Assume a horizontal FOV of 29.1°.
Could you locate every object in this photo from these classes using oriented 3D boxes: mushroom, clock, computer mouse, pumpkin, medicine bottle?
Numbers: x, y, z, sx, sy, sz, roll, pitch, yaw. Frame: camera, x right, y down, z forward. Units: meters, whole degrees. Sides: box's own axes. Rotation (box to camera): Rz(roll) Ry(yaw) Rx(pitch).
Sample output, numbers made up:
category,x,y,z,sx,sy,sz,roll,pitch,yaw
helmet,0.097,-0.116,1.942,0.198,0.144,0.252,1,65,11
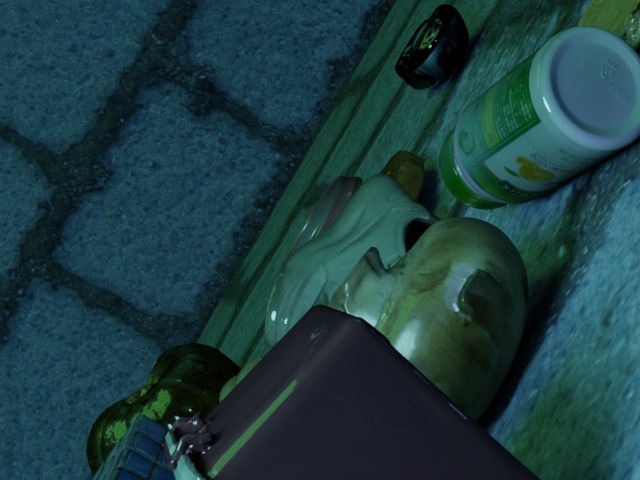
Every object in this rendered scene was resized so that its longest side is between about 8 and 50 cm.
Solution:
category,x,y,z,sx,sy,sz,roll,pitch,yaw
mushroom,0.103,0.083,1.207,0.255,0.184,0.255,-54,-4,-6
clock,0.001,0.000,2.030,0.244,0.056,0.244,-58,9,14
computer mouse,0.212,-0.351,2.278,0.137,0.096,0.233,-55,5,-4
pumpkin,-0.226,0.336,2.143,0.325,0.242,0.232,-48,26,-23
medicine bottle,0.227,-0.118,1.321,0.133,0.133,0.274,-62,10,-21

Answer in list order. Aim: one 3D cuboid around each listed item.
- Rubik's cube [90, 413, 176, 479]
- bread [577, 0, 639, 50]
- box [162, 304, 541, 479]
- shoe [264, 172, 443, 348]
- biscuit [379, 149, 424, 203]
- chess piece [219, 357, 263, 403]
category,x,y,z,sx,sy,sz,roll,pitch,yaw
Rubik's cube,-0.226,0.425,1.682,0.238,0.237,0.237,-55,9,21
bread,0.370,-0.298,1.431,0.251,0.039,0.182,-59,9,-2
box,0.046,0.185,0.881,0.167,0.294,0.193,-49,9,-5
shoe,0.064,0.045,1.607,0.316,0.159,0.124,-53,-26,-33
biscuit,0.059,0.036,1.941,0.365,0.062,0.385,-54,8,40
chess piece,-0.016,0.172,1.735,0.261,0.143,0.143,-50,12,24
